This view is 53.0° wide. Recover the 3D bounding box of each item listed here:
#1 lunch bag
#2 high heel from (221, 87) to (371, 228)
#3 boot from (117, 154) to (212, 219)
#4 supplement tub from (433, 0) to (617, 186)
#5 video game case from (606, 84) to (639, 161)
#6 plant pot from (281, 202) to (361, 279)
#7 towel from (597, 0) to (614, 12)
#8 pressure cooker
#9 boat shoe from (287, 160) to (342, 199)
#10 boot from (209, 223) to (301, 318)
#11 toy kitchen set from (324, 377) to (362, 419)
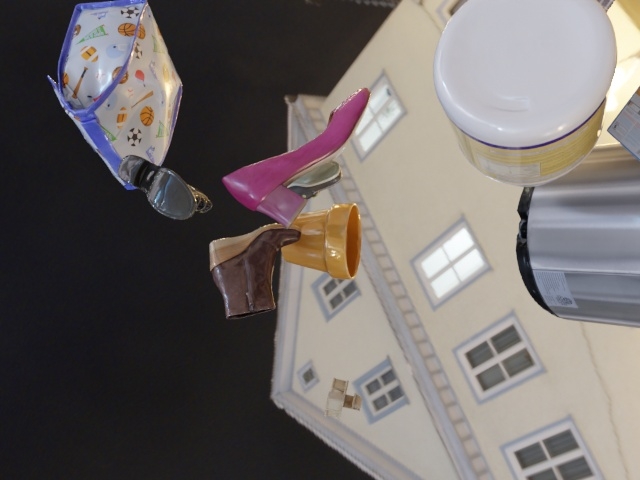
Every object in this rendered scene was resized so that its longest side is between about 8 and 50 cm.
[{"bbox_3d":[-0.526,-0.372,1.670,0.239,0.328,0.385,-5,-120,8],"label":"lunch bag"},{"bbox_3d":[-0.044,-0.221,1.405,0.181,0.127,0.377,34,-105,-2],"label":"high heel"},{"bbox_3d":[-0.329,-0.111,1.518,0.263,0.091,0.229,35,-176,29],"label":"boot"},{"bbox_3d":[0.317,-0.220,0.996,0.241,0.241,0.331,62,-168,18],"label":"supplement tub"},{"bbox_3d":[0.544,-0.211,1.021,0.015,0.166,0.119,7,-142,-27],"label":"video game case"},{"bbox_3d":[0.000,0.000,1.741,0.188,0.205,0.205,2,-135,15],"label":"plant pot"},{"bbox_3d":[0.514,-0.606,1.249,0.235,0.283,0.121,20,-170,-25],"label":"towel"},{"bbox_3d":[0.635,-0.006,1.205,0.370,0.420,0.375,17,-100,-37],"label":"pressure cooker"},{"bbox_3d":[-0.039,-0.135,1.532,0.068,0.228,0.081,52,-137,-38],"label":"boat shoe"},{"bbox_3d":[-0.141,0.076,1.582,0.248,0.090,0.207,-14,-111,-16],"label":"boot"},{"bbox_3d":[0.052,0.308,1.291,0.068,0.075,0.083,12,-133,6],"label":"toy kitchen set"}]
